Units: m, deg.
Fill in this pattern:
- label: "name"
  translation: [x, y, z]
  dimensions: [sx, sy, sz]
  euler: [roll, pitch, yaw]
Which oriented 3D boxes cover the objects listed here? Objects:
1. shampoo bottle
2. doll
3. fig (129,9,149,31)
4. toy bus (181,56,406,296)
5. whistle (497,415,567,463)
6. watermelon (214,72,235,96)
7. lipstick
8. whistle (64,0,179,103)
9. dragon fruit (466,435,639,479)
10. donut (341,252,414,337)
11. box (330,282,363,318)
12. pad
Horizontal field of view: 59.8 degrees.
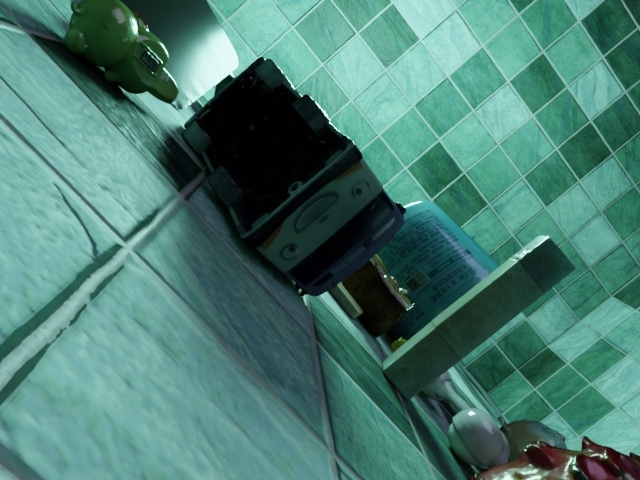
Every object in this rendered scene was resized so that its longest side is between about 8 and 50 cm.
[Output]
- label: "shampoo bottle"
  translation: [0.286, 0.119, 1.460]
  dimensions: [0.343, 0.331, 0.331]
  euler: [51, 5, 26]
- label: "doll"
  translation: [0.266, 0.330, 1.109]
  dimensions: [0.160, 0.094, 0.365]
  euler: [49, 5, -37]
- label: "fig"
  translation: [-0.329, -0.321, 0.882]
  dimensions: [0.089, 0.089, 0.125]
  euler: [50, 28, -2]
- label: "toy bus"
  translation: [-0.055, -0.115, 0.944]
  dimensions: [0.249, 0.209, 0.440]
  euler: [48, 4, -38]
- label: "whistle"
  translation: [0.489, 0.533, 1.217]
  dimensions: [0.348, 0.189, 0.189]
  euler: [61, 6, 0]
- label: "watermelon"
  translation: [-0.192, -0.356, 1.519]
  dimensions: [0.305, 0.180, 0.224]
  euler: [27, -44, 23]
- label: "lipstick"
  translation: [0.275, 0.138, 0.999]
  dimensions: [0.076, 0.371, 0.080]
  euler: [51, 6, 2]
- label: "whistle"
  translation: [-0.277, -0.270, 0.806]
  dimensions: [0.085, 0.105, 0.227]
  euler: [19, -9, 23]
- label: "dragon fruit"
  translation: [0.370, 0.414, 0.694]
  dimensions: [0.371, 0.249, 0.386]
  euler: [37, 11, -47]
- label: "donut"
  translation: [0.114, 0.109, 1.223]
  dimensions: [0.186, 0.126, 0.144]
  euler: [47, 12, 17]
- label: "box"
  translation: [0.041, 0.110, 1.139]
  dimensions: [0.115, 0.025, 0.048]
  euler: [51, 11, 11]
- label: "pad"
  translation: [-0.309, -0.415, 1.253]
  dimensions: [0.315, 0.063, 0.375]
  euler: [59, 30, -22]
